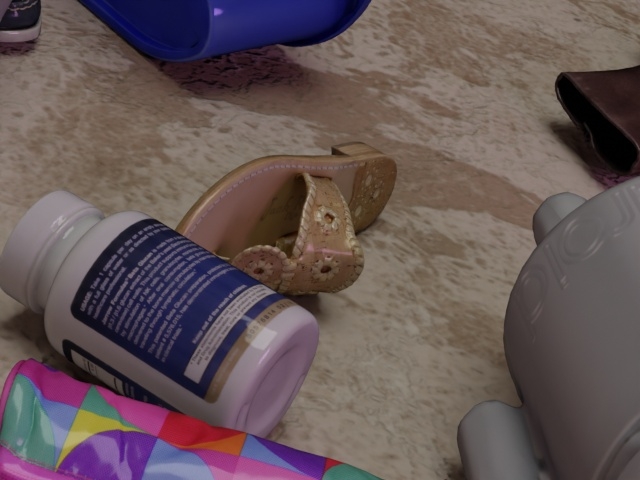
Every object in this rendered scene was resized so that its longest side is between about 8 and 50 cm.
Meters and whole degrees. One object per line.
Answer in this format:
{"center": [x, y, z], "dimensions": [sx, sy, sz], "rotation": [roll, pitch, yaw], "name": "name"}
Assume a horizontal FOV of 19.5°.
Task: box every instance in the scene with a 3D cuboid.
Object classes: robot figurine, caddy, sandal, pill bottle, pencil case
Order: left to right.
{"center": [-0.093, 0.041, 1.039], "dimensions": [0.169, 0.094, 0.094], "rotation": [31, 33, 17], "name": "pill bottle"}
{"center": [-0.090, -0.284, 1.408], "dimensions": [0.179, 0.241, 0.341], "rotation": [-21, 49, -38], "name": "caddy"}
{"center": [-0.055, 0.135, 0.908], "dimensions": [0.236, 0.104, 0.104], "rotation": [17, 32, 2], "name": "pencil case"}
{"center": [0.002, -0.006, 1.168], "dimensions": [0.079, 0.088, 0.240], "rotation": [27, 27, 24], "name": "sandal"}
{"center": [0.221, 0.097, 1.018], "dimensions": [0.300, 0.200, 0.353], "rotation": [-25, 38, 4], "name": "robot figurine"}

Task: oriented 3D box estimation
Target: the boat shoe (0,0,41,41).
{"center": [-0.265, -0.238, 1.391], "dimensions": [0.095, 0.079, 0.254], "rotation": [4, 35, -29], "name": "boat shoe"}

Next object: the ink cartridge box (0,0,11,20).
{"center": [-0.348, -0.174, 1.160], "dimensions": [0.272, 0.130, 0.309], "rotation": [16, 41, -1], "name": "ink cartridge box"}

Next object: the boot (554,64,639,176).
{"center": [0.278, -0.132, 1.503], "dimensions": [0.207, 0.090, 0.248], "rotation": [3, 39, -28], "name": "boot"}
